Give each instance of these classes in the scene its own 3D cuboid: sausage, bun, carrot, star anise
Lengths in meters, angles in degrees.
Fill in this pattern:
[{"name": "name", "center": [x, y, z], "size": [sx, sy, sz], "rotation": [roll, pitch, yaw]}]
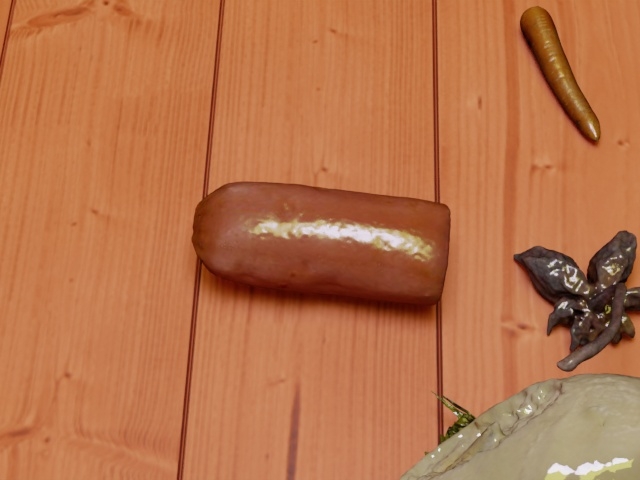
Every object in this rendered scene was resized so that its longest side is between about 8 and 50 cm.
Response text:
[{"name": "sausage", "center": [0.000, 0.000, 1.338], "size": [0.259, 0.113, 0.113], "rotation": [7, 60, 5]}, {"name": "bun", "center": [0.205, 0.288, 1.025], "size": [0.364, 0.202, 0.364], "rotation": [3, 100, 18]}, {"name": "carrot", "center": [0.268, -0.183, 1.479], "size": [0.037, 0.037, 0.190], "rotation": [-16, 64, -7]}, {"name": "star anise", "center": [0.247, 0.045, 1.248], "size": [0.148, 0.227, 0.218], "rotation": [26, 75, 9]}]

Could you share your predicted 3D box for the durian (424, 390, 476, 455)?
[{"name": "durian", "center": [0.266, 0.247, 1.203], "size": [0.352, 0.158, 0.169], "rotation": [5, 25, 5]}]
